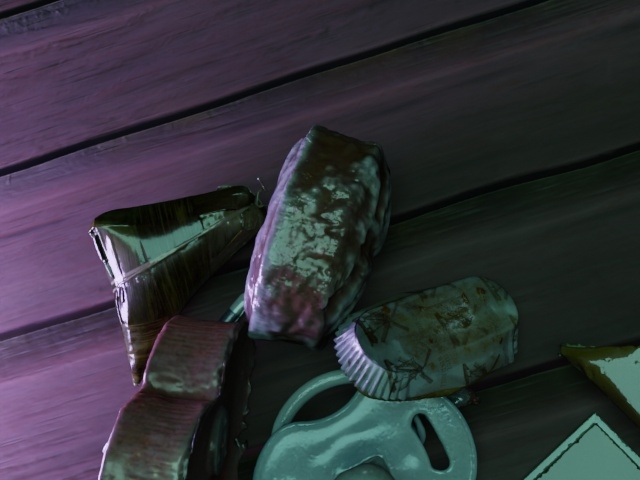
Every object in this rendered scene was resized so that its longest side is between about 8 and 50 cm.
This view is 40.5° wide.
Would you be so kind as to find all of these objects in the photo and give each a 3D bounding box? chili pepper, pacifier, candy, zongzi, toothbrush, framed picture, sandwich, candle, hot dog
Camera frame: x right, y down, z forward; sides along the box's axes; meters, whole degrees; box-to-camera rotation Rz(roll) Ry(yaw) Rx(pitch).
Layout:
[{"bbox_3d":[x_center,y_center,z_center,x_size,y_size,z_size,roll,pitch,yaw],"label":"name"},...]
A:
[{"bbox_3d":[0.132,0.202,1.134,0.153,0.041,0.050,6,121,9],"label":"chili pepper"},{"bbox_3d":[0.048,0.278,1.031,0.287,0.226,0.239,-24,89,-1],"label":"pacifier"},{"bbox_3d":[0.000,0.000,1.106,0.157,0.214,0.290,15,78,8],"label":"candy"},{"bbox_3d":[-0.167,0.055,1.189,0.247,0.111,0.241,-13,94,-1],"label":"zongzi"},{"bbox_3d":[-0.193,0.185,1.193,0.024,0.026,0.288,40,84,15],"label":"toothbrush"},{"bbox_3d":[0.361,0.332,1.089,0.142,0.011,0.183,-43,75,-3],"label":"framed picture"},{"bbox_3d":[0.416,0.196,1.068,0.096,0.094,0.258,-43,74,-1],"label":"sandwich"},{"bbox_3d":[-0.170,0.258,1.072,0.131,0.287,0.317,4,39,11],"label":"candle"},{"bbox_3d":[0.140,0.123,1.073,0.267,0.075,0.144,-8,57,-32],"label":"hot dog"}]
